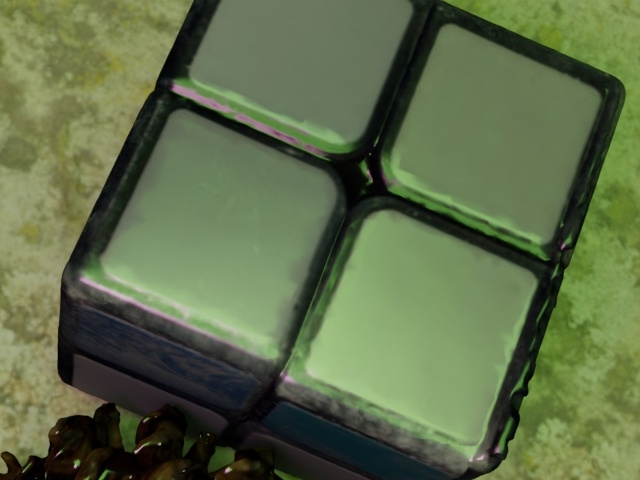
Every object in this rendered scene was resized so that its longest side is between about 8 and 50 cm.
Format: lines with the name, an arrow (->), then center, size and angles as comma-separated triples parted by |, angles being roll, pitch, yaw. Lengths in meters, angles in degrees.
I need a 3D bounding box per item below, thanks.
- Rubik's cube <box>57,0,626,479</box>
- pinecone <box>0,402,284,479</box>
Rubik's cube -> 0.000, 0.000, 1.045 | 0.313, 0.318, 0.316 | 23, 70, -3
pinecone -> -0.130, 0.229, 0.999 | 0.243, 0.243, 0.257 | -33, 79, -18
